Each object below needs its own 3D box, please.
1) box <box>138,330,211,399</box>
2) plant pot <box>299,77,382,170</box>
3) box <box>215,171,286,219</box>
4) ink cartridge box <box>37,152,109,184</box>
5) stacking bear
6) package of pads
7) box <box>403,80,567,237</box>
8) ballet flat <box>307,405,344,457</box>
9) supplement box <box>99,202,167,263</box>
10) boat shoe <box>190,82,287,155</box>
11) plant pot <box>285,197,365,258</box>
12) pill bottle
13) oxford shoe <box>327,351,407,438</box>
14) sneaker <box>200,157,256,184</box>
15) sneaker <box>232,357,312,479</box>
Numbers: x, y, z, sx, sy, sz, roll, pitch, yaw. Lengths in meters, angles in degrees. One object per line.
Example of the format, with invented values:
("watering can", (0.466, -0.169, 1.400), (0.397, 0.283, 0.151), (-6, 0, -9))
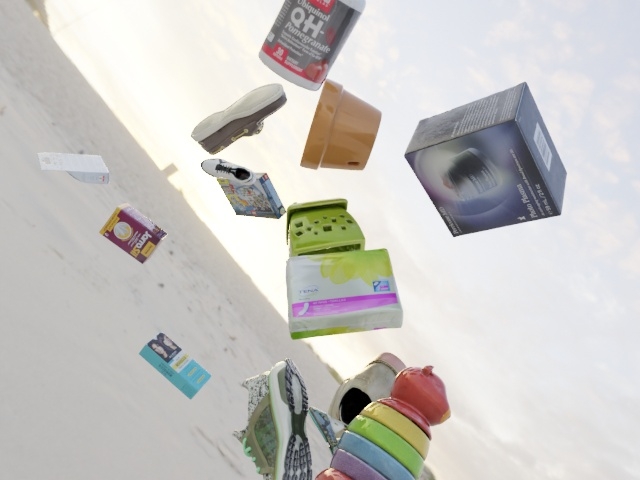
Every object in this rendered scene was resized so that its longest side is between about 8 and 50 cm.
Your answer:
("box", (-0.507, 0.436, 1.940), (0.244, 0.060, 0.100), (41, 26, 1))
("plant pot", (0.069, -0.344, 1.758), (0.203, 0.290, 0.291), (17, -16, -2))
("box", (-0.235, -0.152, 1.859), (0.233, 0.044, 0.159), (7, -46, 43))
("ink cartridge box", (-0.727, -0.211, 1.625), (0.145, 0.179, 0.045), (44, -51, 48))
("stacking bear", (0.135, 0.360, 1.006), (0.164, 0.289, 0.175), (27, -26, 26))
("package of pads", (0.056, 0.135, 1.483), (0.101, 0.297, 0.229), (86, -2, -46))
("box", (0.419, -0.188, 1.398), (0.294, 0.182, 0.296), (-13, -55, 40))
("ballet flat", (0.037, 0.459, 1.285), (0.188, 0.070, 0.070), (63, -15, -2))
("supplement box", (-0.294, -0.011, 0.872), (0.083, 0.055, 0.043), (37, 10, -8))
("boat shoe", (-0.225, -0.348, 1.611), (0.096, 0.324, 0.116), (50, 27, -36))
("plant pot", (0.000, 0.000, 1.724), (0.228, 0.227, 0.207), (95, -17, -54))
("pill bottle", (-0.003, -0.532, 1.303), (0.176, 0.318, 0.176), (27, 24, -13))
("oxford shoe", (0.078, 0.425, 1.407), (0.140, 0.146, 0.397), (44, -43, 19))
("sneaker", (-0.177, -0.136, 1.058), (0.109, 0.040, 0.044), (13, -2, -1))
("sneaker", (-0.130, 0.509, 1.378), (0.158, 0.182, 0.410), (49, 32, -48))
